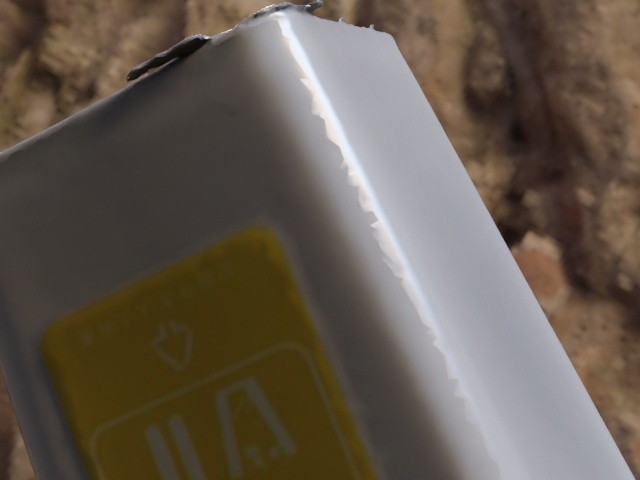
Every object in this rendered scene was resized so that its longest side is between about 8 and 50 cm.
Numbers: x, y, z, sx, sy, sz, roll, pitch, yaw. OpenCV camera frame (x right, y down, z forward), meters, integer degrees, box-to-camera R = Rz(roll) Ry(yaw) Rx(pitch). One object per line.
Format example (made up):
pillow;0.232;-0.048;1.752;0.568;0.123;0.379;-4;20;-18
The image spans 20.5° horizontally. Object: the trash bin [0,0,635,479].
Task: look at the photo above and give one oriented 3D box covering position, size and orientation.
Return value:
trash bin;0.016;0.101;0.786;0.256;0.367;0.296;-26;174;19
